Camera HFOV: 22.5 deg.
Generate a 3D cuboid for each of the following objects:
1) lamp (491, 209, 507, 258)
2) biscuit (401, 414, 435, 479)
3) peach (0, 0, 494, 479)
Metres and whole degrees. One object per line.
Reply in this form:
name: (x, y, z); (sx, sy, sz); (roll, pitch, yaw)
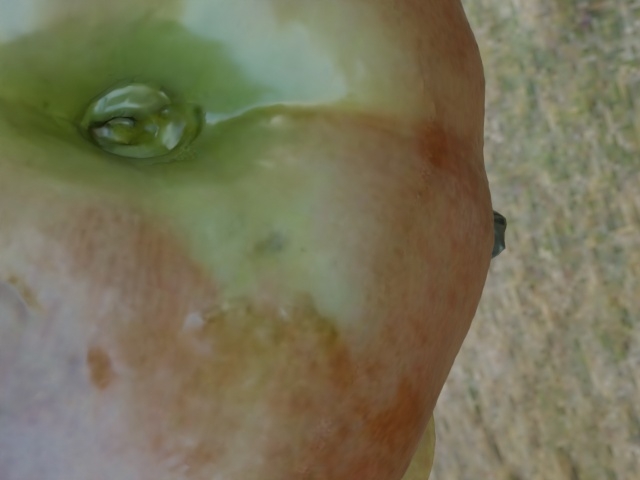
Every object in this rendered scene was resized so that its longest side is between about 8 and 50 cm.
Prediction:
lamp: (0.000, 0.000, 1.018); (0.250, 0.101, 0.101); (-3, 106, 33)
biscuit: (-0.051, 0.123, 1.223); (0.355, 0.275, 0.052); (48, 169, -26)
peach: (-0.074, -0.010, 0.461); (0.256, 0.232, 0.232); (147, 107, -69)
